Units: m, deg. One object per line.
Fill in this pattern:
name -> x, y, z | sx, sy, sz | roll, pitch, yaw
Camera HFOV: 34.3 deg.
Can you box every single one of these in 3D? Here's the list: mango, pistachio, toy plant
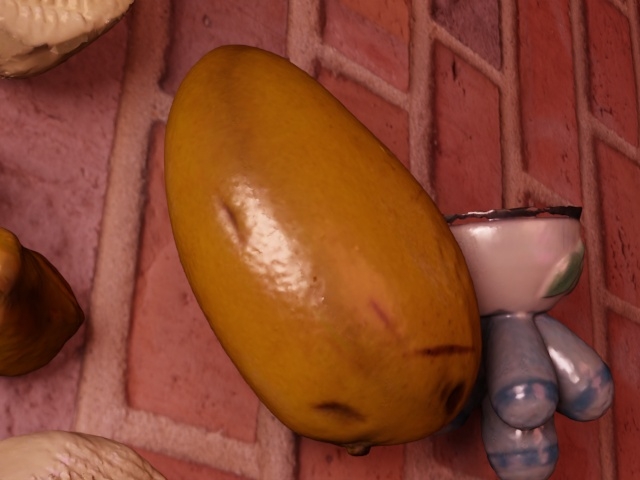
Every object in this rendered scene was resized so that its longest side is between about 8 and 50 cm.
mango -> 0.000, 0.000, 1.048 | 0.301, 0.220, 0.445 | -25, 90, -47
pistachio -> -0.261, 0.051, 0.827 | 0.100, 0.189, 0.110 | 33, 80, 13
toy plant -> 0.222, 0.132, 1.251 | 0.247, 0.247, 0.332 | 1, 81, -47

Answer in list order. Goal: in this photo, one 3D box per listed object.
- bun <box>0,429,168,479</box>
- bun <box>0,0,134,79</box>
bun -> -0.199, 0.270, 0.768 | 0.273, 0.168, 0.273 | 39, 40, -42
bun -> -0.282, -0.268, 0.896 | 0.259, 0.152, 0.259 | 14, 71, -46
